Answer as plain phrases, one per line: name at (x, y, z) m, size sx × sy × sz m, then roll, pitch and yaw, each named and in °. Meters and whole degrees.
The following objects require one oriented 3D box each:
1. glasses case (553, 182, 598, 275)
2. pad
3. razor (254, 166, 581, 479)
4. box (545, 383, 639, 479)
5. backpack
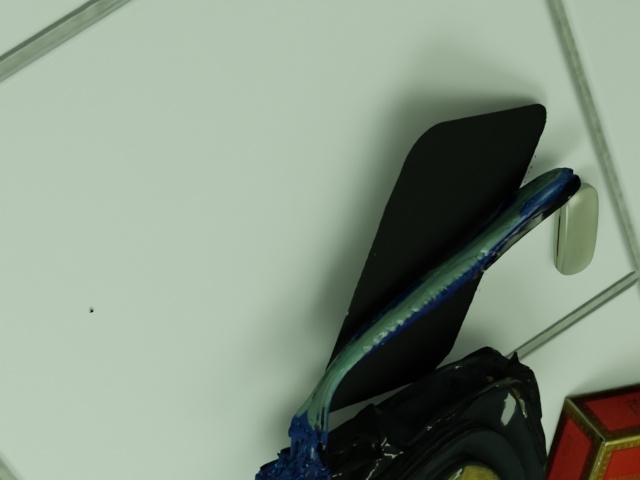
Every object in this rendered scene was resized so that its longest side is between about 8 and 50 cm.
glasses case at (0.196, -0.008, 1.339) m, size 0.032 × 0.021 × 0.083 m, roll -18°, pitch 132°, yaw -19°
pad at (0.011, 0.014, 1.215) m, size 0.323 × 0.055 × 0.250 m, roll 1°, pitch 124°, yaw -33°
razor at (0.072, 0.054, 1.237) m, size 0.324 × 0.093 × 0.056 m, roll -47°, pitch 114°, yaw -15°
box at (0.265, 0.238, 1.544) m, size 0.153 × 0.074 × 0.239 m, roll -10°, pitch 128°, yaw -31°
backpack at (0.072, 0.189, 1.334) m, size 0.258 × 0.133 × 0.206 m, roll -35°, pitch 143°, yaw -10°
